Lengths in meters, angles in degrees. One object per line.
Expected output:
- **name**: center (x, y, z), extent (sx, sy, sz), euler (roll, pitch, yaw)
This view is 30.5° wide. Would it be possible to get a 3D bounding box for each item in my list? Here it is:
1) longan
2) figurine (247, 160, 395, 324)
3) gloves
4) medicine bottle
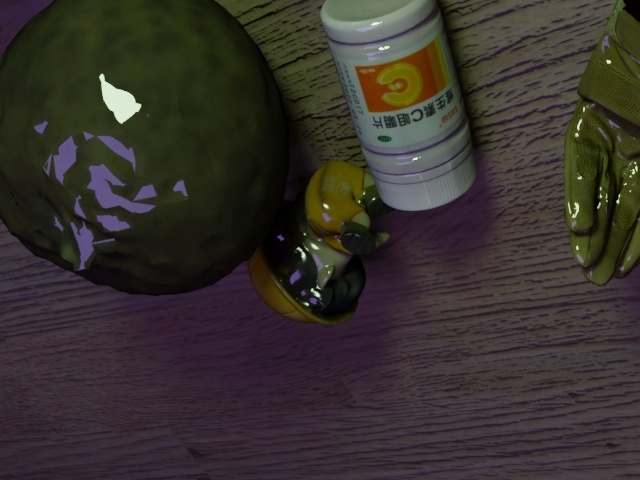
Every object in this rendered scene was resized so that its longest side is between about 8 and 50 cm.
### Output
- **longan**: center (-0.226, -0.121, 1.423), extent (0.391, 0.391, 0.391), euler (20, 138, 19)
- **figurine**: center (-0.005, -0.001, 1.528), extent (0.167, 0.192, 0.257), euler (11, 141, -10)
- **gloves**: center (0.334, -0.105, 1.218), extent (0.154, 0.141, 0.331), euler (3, 125, 0)
- **medicine bottle**: center (0.093, -0.168, 1.336), extent (0.133, 0.133, 0.250), euler (7, 132, 32)
